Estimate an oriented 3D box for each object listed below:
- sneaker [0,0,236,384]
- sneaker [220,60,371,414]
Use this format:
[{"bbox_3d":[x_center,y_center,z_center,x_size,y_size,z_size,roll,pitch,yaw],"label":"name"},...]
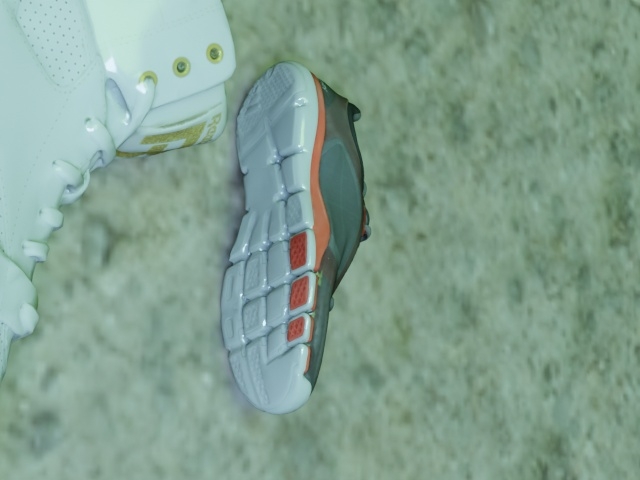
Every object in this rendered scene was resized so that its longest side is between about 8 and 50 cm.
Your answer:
[{"bbox_3d":[-0.102,-0.027,0.533,0.169,0.108,0.292,2,77,-33],"label":"sneaker"},{"bbox_3d":[0.000,0.000,0.635,0.065,0.061,0.157,16,71,-40],"label":"sneaker"}]
